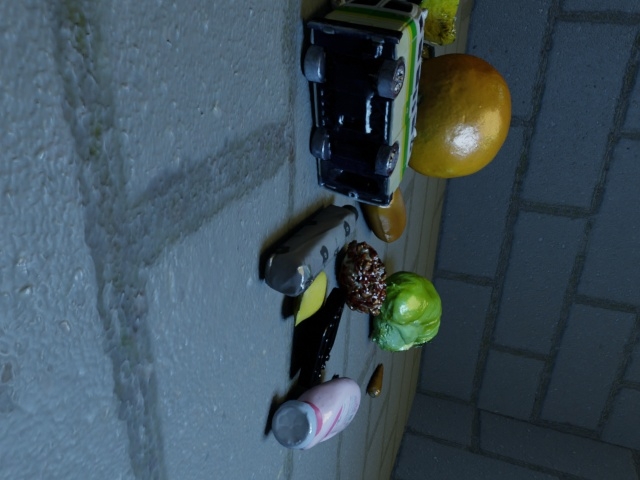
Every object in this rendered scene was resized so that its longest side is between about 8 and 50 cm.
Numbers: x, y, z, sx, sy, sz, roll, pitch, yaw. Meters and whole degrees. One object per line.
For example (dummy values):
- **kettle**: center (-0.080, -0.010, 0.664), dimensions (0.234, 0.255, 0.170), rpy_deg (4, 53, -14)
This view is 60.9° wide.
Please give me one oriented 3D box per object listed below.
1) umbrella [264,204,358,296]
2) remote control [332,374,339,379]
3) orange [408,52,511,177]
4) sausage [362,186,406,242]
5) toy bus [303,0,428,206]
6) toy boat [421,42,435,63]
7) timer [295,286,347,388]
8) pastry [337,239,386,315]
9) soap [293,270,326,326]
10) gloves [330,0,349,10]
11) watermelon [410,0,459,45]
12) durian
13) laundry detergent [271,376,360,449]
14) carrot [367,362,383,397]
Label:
- **umbrella**: center (0.000, 0.000, 0.921), dimensions (0.067, 0.073, 0.337), rpy_deg (-66, 171, 26)
- **remote control**: center (0.033, 0.383, 1.360), dimensions (0.039, 0.014, 0.096), rpy_deg (-24, 122, -70)
- **orange**: center (0.314, -0.308, 1.356), dimensions (0.312, 0.312, 0.312), rpy_deg (11, 90, -73)
- **sausage**: center (0.161, -0.074, 1.348), dimensions (0.274, 0.105, 0.105), rpy_deg (57, 46, -66)
- **toy bus**: center (0.080, -0.225, 0.886), dimensions (0.179, 0.143, 0.305), rpy_deg (-56, 154, -38)
- **toy boat**: center (0.274, -0.446, 1.550), dimensions (0.046, 0.080, 0.229), rpy_deg (-174, -85, -72)
- **timer**: center (0.001, 0.185, 1.069), dimensions (0.187, 0.055, 0.144), rpy_deg (-48, 154, -67)
- **pastry**: center (0.094, 0.090, 1.229), dimensions (0.097, 0.115, 0.208), rpy_deg (-56, 156, -25)
- **soap**: center (-0.022, 0.099, 0.974), dimensions (0.168, 0.033, 0.089), rpy_deg (-7, 105, -73)
- **gloves**: center (0.035, -0.383, 0.849), dimensions (0.044, 0.037, 0.081), rpy_deg (-24, 152, -22)
- **watermelon**: center (0.295, -0.602, 1.402), dimensions (0.301, 0.129, 0.123), rpy_deg (33, 71, -77)
- **durian**: center (0.270, 0.220, 1.714), dimensions (0.256, 0.204, 0.340), rpy_deg (-49, 151, -36)
- **laundry detergent**: center (-0.005, 0.346, 1.080), dimensions (0.159, 0.088, 0.335), rpy_deg (-58, 160, 0)
- **carrot**: center (0.203, 0.489, 1.936), dimensions (0.216, 0.048, 0.048), rpy_deg (-50, 147, -67)
